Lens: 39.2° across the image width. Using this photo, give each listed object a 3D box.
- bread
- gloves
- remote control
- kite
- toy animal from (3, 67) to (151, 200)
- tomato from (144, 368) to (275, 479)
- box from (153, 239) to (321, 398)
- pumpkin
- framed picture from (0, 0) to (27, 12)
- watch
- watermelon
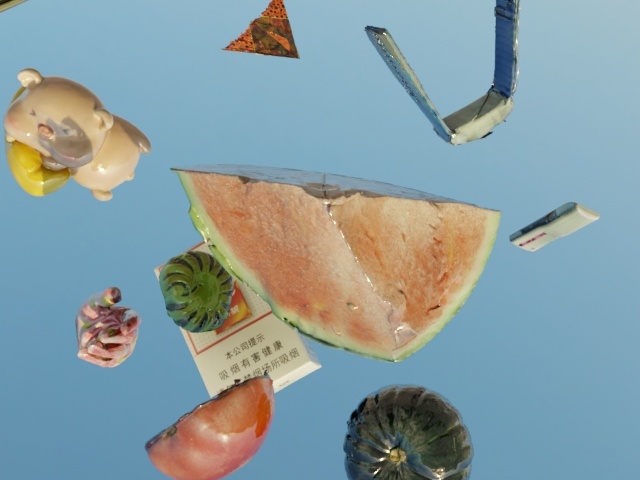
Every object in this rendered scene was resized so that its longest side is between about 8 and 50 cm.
[{"bbox_3d":[-0.206,0.086,1.515,0.130,0.139,0.071,6,171,-26],"label":"bread"},{"bbox_3d":[-0.409,0.175,1.758,0.126,0.145,0.241,30,161,-34],"label":"gloves"},{"bbox_3d":[0.414,-0.022,1.607,0.065,0.166,0.029,20,-124,-27],"label":"remote control"},{"bbox_3d":[-0.088,-0.393,1.751,0.125,0.008,0.222,38,-124,-2],"label":"kite"},{"bbox_3d":[-0.574,-0.233,2.071,0.345,0.247,0.277,34,-115,-17],"label":"toy animal"},{"bbox_3d":[-0.147,0.296,1.372,0.199,0.228,0.112,-19,-106,-51],"label":"tomato"},{"bbox_3d":[-0.167,0.151,1.777,0.330,0.210,0.095,63,-173,20],"label":"box"},{"bbox_3d":[0.142,0.345,1.480,0.220,0.220,0.162,37,-173,19],"label":"pumpkin"},{"bbox_3d":[-0.513,-0.503,1.514,0.265,0.018,0.192,-36,-75,-32],"label":"framed picture"},{"bbox_3d":[0.215,-0.278,1.516,0.276,0.274,0.068,-24,-136,-17],"label":"watch"},{"bbox_3d":[0.011,0.027,1.127,0.292,0.222,0.319,10,-174,43],"label":"watermelon"}]
